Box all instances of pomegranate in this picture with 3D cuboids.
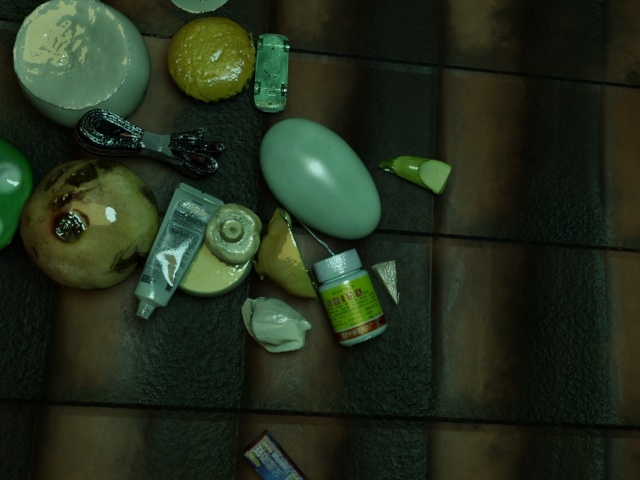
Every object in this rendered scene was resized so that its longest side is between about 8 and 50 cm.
[{"bbox_3d":[-0.543,-0.039,1.263,0.321,0.322,0.323,1,83,-6],"label":"pomegranate"}]

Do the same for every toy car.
[{"bbox_3d":[-0.134,-0.458,1.453,0.090,0.076,0.224,3,75,-4],"label":"toy car"}]

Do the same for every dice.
[{"bbox_3d":[-0.869,-0.127,1.185,0.297,0.300,0.287,13,80,28],"label":"dice"}]

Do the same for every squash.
[{"bbox_3d":[0.262,-0.193,1.461,0.200,0.075,0.090,15,108,-2],"label":"squash"}]

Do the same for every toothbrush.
[{"bbox_3d":[0.000,0.000,1.442,0.193,0.013,0.019,41,75,0],"label":"toothbrush"}]

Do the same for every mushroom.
[{"bbox_3d":[-0.209,-0.016,1.274,0.147,0.112,0.148,2,74,-6],"label":"mushroom"}]

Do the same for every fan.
[{"bbox_3d":[-0.395,-0.782,1.498,0.329,0.009,0.191,45,81,0],"label":"fan"}]

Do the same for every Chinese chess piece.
[{"bbox_3d":[-0.292,0.023,1.365,0.250,0.101,0.251,1,83,-6],"label":"Chinese chess piece"}]

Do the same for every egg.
[{"bbox_3d":[0.002,-0.151,1.352,0.371,0.230,0.230,45,81,-6],"label":"egg"}]

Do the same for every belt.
[{"bbox_3d":[-0.421,-0.237,1.320,0.359,0.094,0.126,6,83,-32],"label":"belt"}]

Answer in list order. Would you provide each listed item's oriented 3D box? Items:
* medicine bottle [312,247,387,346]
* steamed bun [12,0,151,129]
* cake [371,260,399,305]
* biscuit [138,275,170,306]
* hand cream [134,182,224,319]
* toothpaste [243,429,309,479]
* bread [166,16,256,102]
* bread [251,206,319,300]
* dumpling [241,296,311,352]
[{"bbox_3d":[0.074,0.147,1.367,0.139,0.139,0.226,-20,86,-8],"label":"medicine bottle"},{"bbox_3d":[-0.592,-0.438,1.336,0.324,0.206,0.325,0,91,-7],"label":"steamed bun"},{"bbox_3d":[0.180,0.117,1.429,0.065,0.052,0.121,-6,85,-12],"label":"cake"},{"bbox_3d":[-0.433,0.132,1.380,0.081,0.018,0.083,0,83,-6],"label":"biscuit"},{"bbox_3d":[-0.358,0.029,1.281,0.124,0.078,0.341,24,73,-8],"label":"hand cream"},{"bbox_3d":[-0.063,0.630,1.335,0.076,0.066,0.320,-41,88,-9],"label":"toothpaste"},{"bbox_3d":[-0.288,-0.475,1.406,0.239,0.139,0.240,1,83,-6],"label":"bread"},{"bbox_3d":[-0.106,0.049,1.350,0.132,0.174,0.252,-21,93,-1],"label":"bread"},{"bbox_3d":[-0.118,0.222,1.358,0.199,0.118,0.136,14,97,23],"label":"dumpling"}]
